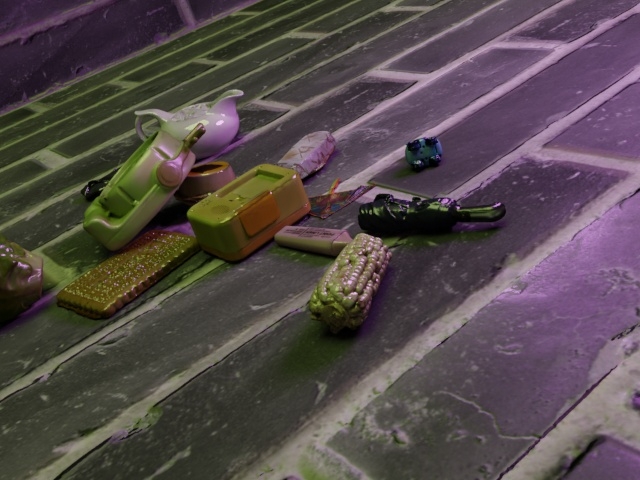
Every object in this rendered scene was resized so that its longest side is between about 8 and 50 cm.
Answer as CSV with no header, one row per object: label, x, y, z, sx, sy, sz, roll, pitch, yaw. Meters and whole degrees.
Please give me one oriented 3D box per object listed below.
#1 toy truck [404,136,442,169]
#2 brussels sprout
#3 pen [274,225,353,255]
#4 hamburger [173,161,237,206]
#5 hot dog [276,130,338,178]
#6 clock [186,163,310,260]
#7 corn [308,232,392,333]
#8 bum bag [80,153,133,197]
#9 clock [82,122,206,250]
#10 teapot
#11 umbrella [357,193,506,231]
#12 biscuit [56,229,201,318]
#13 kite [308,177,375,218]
toy truck,0.197,-0.177,1.517,0.073,0.056,0.090,-15,14,-3
brussels sprout,-0.607,0.076,1.422,0.181,0.144,0.161,15,55,-18
pen,0.000,0.000,1.326,0.197,0.032,0.053,7,36,42
hamburger,-0.244,-0.115,1.634,0.127,0.081,0.141,1,21,29
hot dog,-0.033,-0.174,1.647,0.099,0.053,0.192,-2,34,31
clock,-0.132,-0.055,1.438,0.202,0.096,0.143,-35,34,-27
corn,0.054,0.052,1.141,0.087,0.087,0.211,-2,32,28
bum bag,-0.506,-0.164,1.914,0.087,0.049,0.198,6,36,46
clock,-0.350,-0.129,1.567,0.308,0.096,0.235,-47,18,2
teapot,-0.318,-0.287,1.932,0.298,0.139,0.204,-13,30,8
umbrella,0.177,-0.048,1.270,0.248,0.070,0.071,-1,32,32
biscuit,-0.361,0.055,1.446,0.172,0.029,0.254,9,39,41
kite,0.017,-0.084,1.493,0.190,0.010,0.159,-10,28,14
